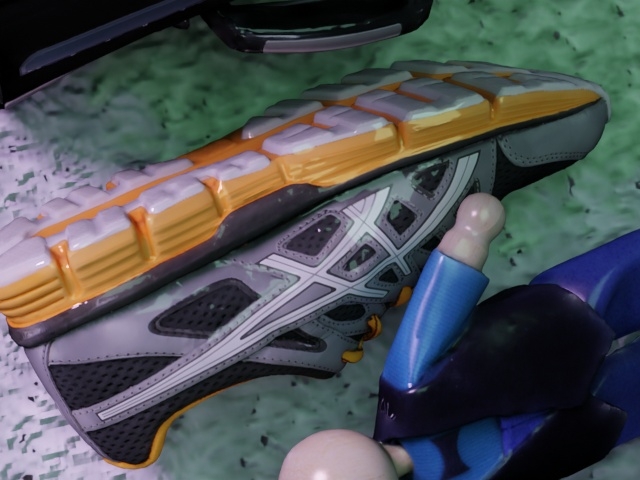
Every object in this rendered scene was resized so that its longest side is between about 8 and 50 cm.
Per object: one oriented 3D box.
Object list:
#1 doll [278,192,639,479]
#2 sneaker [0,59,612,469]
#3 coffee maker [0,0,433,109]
[{"bbox_3d":[0.068,0.042,0.579,0.189,0.046,0.129,-26,117,-19],"label":"doll"},{"bbox_3d":[0.000,0.000,0.589,0.215,0.084,0.083,-22,106,-15],"label":"sneaker"},{"bbox_3d":[-0.046,-0.132,0.556,0.178,0.171,0.120,-23,50,-15],"label":"coffee maker"}]
